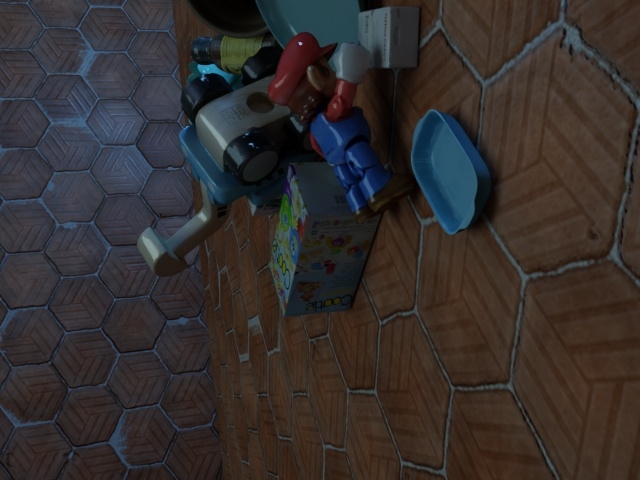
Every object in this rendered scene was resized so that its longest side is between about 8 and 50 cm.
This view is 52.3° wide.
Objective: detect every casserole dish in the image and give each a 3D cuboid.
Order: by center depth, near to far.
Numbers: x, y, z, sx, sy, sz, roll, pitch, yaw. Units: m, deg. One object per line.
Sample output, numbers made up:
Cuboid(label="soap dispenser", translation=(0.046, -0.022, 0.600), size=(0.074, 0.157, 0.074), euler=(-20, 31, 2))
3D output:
Cuboid(label="casserole dish", translation=(0.177, -0.094, 0.880), size=(0.114, 0.037, 0.188), euler=(106, 153, -45))

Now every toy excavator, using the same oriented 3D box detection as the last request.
Cuboid(label="toy excavator", translation=(-0.197, -0.128, 1.407), size=(0.222, 0.432, 0.445), euler=(51, 156, 22))

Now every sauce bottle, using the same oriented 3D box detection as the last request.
Cuboid(label="sauce bottle", translation=(-0.185, -0.450, 1.550), size=(0.344, 0.111, 0.112), euler=(18, 113, 45))

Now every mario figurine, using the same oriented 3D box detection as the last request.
Cuboid(label="mario figurine", translation=(0.051, -0.203, 1.066), size=(0.198, 0.170, 0.321), euler=(-31, 86, 31))

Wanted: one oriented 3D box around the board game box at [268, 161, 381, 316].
Cuboid(label="board game box", translation=(0.000, 0.000, 1.245), size=(0.275, 0.144, 0.142), euler=(105, 153, -43))

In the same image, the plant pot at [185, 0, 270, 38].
Cuboid(label="plant pot", translation=(-0.154, -0.604, 1.424), size=(0.229, 0.263, 0.263), euler=(-70, -8, -54))

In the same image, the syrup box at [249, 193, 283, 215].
Cuboid(label="syrup box", translation=(-0.110, -0.148, 1.605), size=(0.237, 0.093, 0.096), euler=(127, 135, -62))

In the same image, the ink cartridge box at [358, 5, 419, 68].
Cuboid(label="ink cartridge box", translation=(0.104, -0.314, 1.015), size=(0.122, 0.052, 0.089), euler=(-141, 49, -67))

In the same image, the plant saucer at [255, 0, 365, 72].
Cuboid(label="plant saucer", translation=(-0.022, -0.449, 1.181), size=(0.317, 0.043, 0.318), euler=(41, 154, 25))

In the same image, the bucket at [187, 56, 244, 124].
Cuboid(label="bucket", translation=(-0.278, -0.402, 1.899), size=(0.281, 0.183, 0.281), euler=(175, 90, -70))
